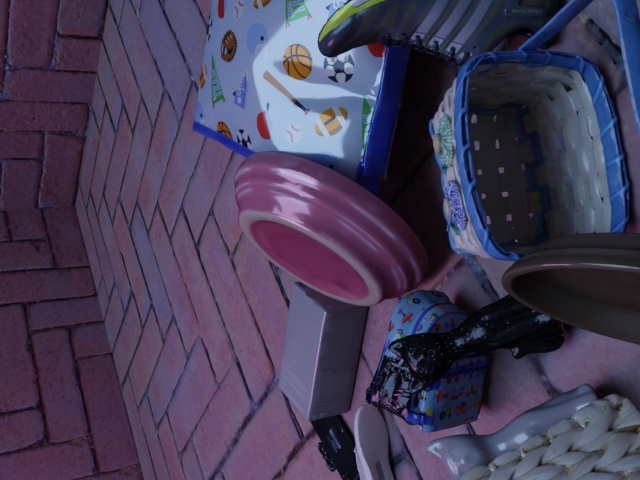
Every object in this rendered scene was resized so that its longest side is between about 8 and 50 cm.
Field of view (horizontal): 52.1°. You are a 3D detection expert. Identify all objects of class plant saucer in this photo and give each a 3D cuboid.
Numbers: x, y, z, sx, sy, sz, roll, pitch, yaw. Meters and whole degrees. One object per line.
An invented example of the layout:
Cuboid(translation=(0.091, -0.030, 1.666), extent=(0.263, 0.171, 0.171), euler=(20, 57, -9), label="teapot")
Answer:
Cuboid(translation=(0.302, 0.052, 0.574), extent=(0.278, 0.278, 0.041), euler=(-6, 64, 59), label="plant saucer")
Cuboid(translation=(0.000, 0.000, 1.006), extent=(0.332, 0.332, 0.084), euler=(-6, 48, 59), label="plant saucer")

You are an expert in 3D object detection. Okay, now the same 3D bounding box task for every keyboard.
Cuboid(translation=(0.029, 0.399, 1.285), extent=(0.180, 0.023, 0.108), euler=(55, 131, 41), label="keyboard")

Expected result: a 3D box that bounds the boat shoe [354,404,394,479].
Cuboid(translation=(0.088, 0.381, 1.154), extent=(0.063, 0.066, 0.184), euler=(-18, 89, 57), label="boat shoe")

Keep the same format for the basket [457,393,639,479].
Cuboid(translation=(0.211, 0.369, 0.600), extent=(0.331, 0.328, 0.266), euler=(74, 169, -51), label="basket")

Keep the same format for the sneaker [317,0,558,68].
Cuboid(translation=(0.144, -0.258, 0.786), extent=(0.111, 0.300, 0.121), euler=(-51, -51, -75), label="sneaker")

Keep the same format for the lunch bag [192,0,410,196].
Cuboid(translation=(-0.005, -0.274, 1.027), extent=(0.385, 0.239, 0.328), euler=(31, 118, 47), label="lunch bag")

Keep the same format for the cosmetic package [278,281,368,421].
Cuboid(translation=(0.001, 0.201, 1.227), extent=(0.127, 0.107, 0.238), euler=(40, 124, 49), label="cosmetic package")

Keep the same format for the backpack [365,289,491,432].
Cuboid(translation=(0.161, 0.162, 0.918), extent=(0.117, 0.158, 0.173), euler=(17, 97, 48), label="backpack")

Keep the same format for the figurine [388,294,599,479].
Cuboid(translation=(0.210, 0.183, 0.786), extent=(0.209, 0.092, 0.215), euler=(-23, 70, 13), label="figurine")

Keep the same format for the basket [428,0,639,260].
Cuboid(translation=(0.241, -0.087, 0.690), extent=(0.289, 0.201, 0.255), euler=(153, 110, -67), label="basket")
